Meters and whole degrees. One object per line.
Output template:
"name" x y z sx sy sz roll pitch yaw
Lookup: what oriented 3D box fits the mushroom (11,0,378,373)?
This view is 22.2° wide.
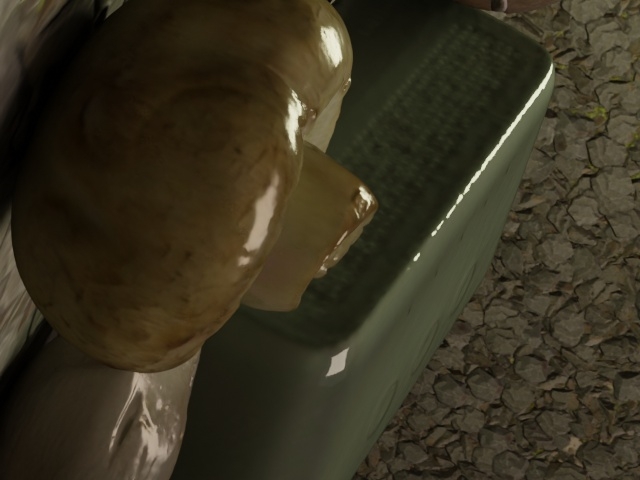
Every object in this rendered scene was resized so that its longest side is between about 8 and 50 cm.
"mushroom" -0.041 -0.023 0.557 0.148 0.112 0.148 -53 175 -6

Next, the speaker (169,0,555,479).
"speaker" 0.000 0.000 1.015 0.406 0.183 0.184 -51 167 -49

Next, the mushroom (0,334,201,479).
"mushroom" -0.129 0.117 0.815 0.212 0.088 0.097 -57 -155 26

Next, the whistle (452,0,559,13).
"whistle" 0.119 -0.285 1.078 0.189 0.189 0.347 118 -14 -55

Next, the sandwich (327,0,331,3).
"sandwich" -0.008 -0.159 1.083 0.101 0.026 0.069 -60 -179 -15
